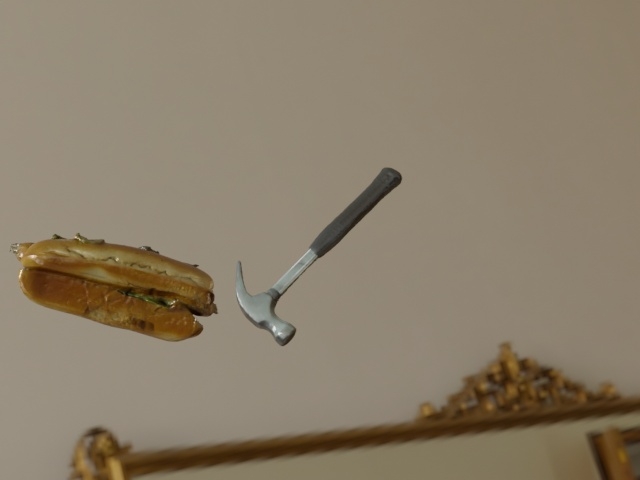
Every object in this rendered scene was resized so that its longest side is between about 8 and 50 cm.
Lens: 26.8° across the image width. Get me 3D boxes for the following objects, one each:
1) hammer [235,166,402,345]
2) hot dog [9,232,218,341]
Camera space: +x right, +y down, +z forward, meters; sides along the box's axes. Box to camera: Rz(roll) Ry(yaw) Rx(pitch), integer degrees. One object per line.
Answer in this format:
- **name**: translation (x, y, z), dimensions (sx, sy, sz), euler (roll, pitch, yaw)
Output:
- **hammer**: translation (0.000, 0.000, 1.532), dimensions (0.246, 0.103, 0.029), euler (-47, -14, -16)
- **hot dog**: translation (-0.252, 0.053, 1.659), dimensions (0.269, 0.072, 0.109), euler (18, -68, -15)
